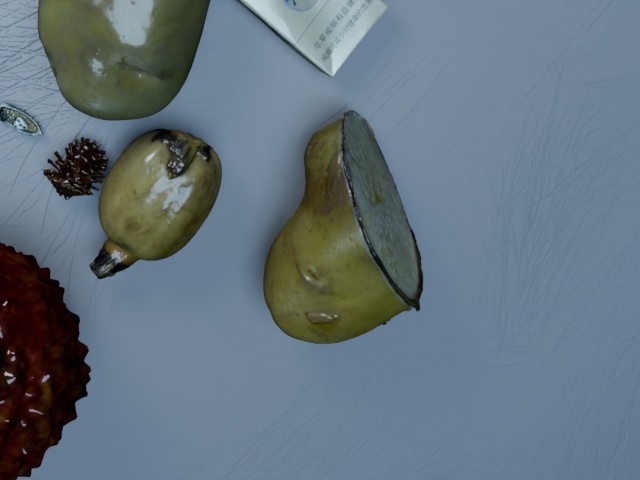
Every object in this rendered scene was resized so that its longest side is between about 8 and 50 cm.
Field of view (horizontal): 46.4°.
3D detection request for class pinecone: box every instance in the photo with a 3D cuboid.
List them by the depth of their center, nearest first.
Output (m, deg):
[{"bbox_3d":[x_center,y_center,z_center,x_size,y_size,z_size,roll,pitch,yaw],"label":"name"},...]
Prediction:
[{"bbox_3d":[-0.416,-0.123,1.286,0.109,0.102,0.102,-50,122,-26],"label":"pinecone"}]

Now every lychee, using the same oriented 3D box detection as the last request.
[{"bbox_3d":[-0.599,0.189,1.184,0.425,0.500,0.424,-29,128,-45],"label":"lychee"}]

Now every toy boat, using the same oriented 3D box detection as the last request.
[{"bbox_3d":[-0.503,-0.199,1.250,0.083,0.038,0.038,30,100,-26],"label":"toy boat"}]

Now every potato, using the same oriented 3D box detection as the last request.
[{"bbox_3d":[-0.301,-0.352,1.150,0.243,0.221,0.326,15,107,-12],"label":"potato"},{"bbox_3d":[0.000,0.000,1.402,0.296,0.290,0.397,-21,99,22],"label":"potato"}]

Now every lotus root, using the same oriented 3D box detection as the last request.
[{"bbox_3d":[-0.298,-0.055,1.307,0.183,0.183,0.310,29,102,-26],"label":"lotus root"}]

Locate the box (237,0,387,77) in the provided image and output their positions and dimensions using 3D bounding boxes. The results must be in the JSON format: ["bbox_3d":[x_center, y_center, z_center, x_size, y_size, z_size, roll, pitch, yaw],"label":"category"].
[{"bbox_3d":[-0.030,-0.428,1.295,0.256,0.069,0.164,35,97,-28],"label":"box"}]
